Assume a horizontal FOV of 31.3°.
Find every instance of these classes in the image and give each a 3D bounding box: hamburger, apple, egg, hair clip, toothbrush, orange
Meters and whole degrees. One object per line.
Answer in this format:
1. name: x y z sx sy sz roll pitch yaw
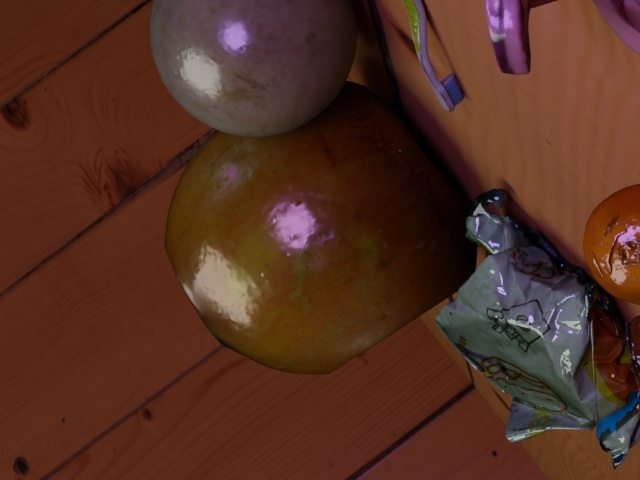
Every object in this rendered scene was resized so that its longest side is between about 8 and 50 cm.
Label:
1. hamburger: 0.216 0.101 1.200 0.276 0.150 0.260 51 174 44
2. apple: 0.000 0.000 1.412 0.374 0.374 0.384 51 -179 36
3. egg: -0.072 -0.230 1.228 0.218 0.218 0.295 55 -170 -22
4. hair clip: 0.139 -0.162 0.620 0.123 0.102 0.138 62 -156 -57
5. toothbrush: 0.074 -0.210 1.003 0.022 0.026 0.263 41 168 47
6. orange: 0.216 0.002 0.761 0.083 0.083 0.083 53 177 5

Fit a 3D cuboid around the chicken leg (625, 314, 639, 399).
1. chicken leg: 0.294 0.112 0.910 0.304 0.093 0.113 38 -149 -72
